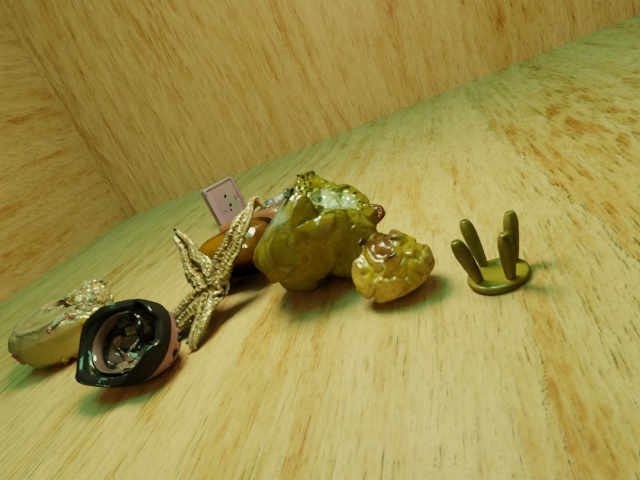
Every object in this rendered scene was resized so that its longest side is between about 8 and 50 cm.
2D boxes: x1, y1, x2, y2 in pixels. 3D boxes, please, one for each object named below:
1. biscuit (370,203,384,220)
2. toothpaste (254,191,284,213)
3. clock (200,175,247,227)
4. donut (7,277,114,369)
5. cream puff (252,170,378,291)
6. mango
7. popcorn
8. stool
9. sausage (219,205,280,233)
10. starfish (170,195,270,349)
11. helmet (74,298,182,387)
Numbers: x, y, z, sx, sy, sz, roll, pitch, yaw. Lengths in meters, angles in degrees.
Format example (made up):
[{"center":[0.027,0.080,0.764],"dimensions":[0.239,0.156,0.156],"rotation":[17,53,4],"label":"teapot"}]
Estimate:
[{"center":[0.132,-0.076,1.419],"dimensions":[0.126,0.025,0.206],"rotation":[-22,20,8],"label":"biscuit"},{"center":[-0.254,-0.106,1.928],"dimensions":[0.282,0.068,0.099],"rotation":[-36,-10,-5],"label":"toothpaste"},{"center":[-0.415,-0.165,2.051],"dimensions":[0.150,0.197,0.063],"rotation":[-34,20,-25],"label":"clock"},{"center":[-0.797,0.265,1.456],"dimensions":[0.307,0.150,0.371],"rotation":[-30,20,-14],"label":"donut"},{"center":[-0.004,0.007,1.114],"dimensions":[0.274,0.270,0.323],"rotation":[-54,6,25],"label":"cream puff"},{"center":[-0.237,0.036,1.359],"dimensions":[0.287,0.152,0.201],"rotation":[-24,7,22],"label":"mango"},{"center":[0.141,0.049,0.928],"dimensions":[0.167,0.152,0.148],"rotation":[-29,37,18],"label":"popcorn"},{"center":[0.304,0.021,0.831],"dimensions":[0.134,0.110,0.135],"rotation":[-28,18,-8],"label":"stool"},{"center":[-0.252,-0.058,1.742],"dimensions":[0.289,0.086,0.086],"rotation":[-16,21,23],"label":"sausage"},{"center":[-0.316,0.085,1.236],"dimensions":[0.324,0.082,0.431],"rotation":[-1,66,43],"label":"starfish"},{"center":[-0.425,0.240,1.076],"dimensions":[0.253,0.154,0.198],"rotation":[-25,58,31],"label":"helmet"}]
